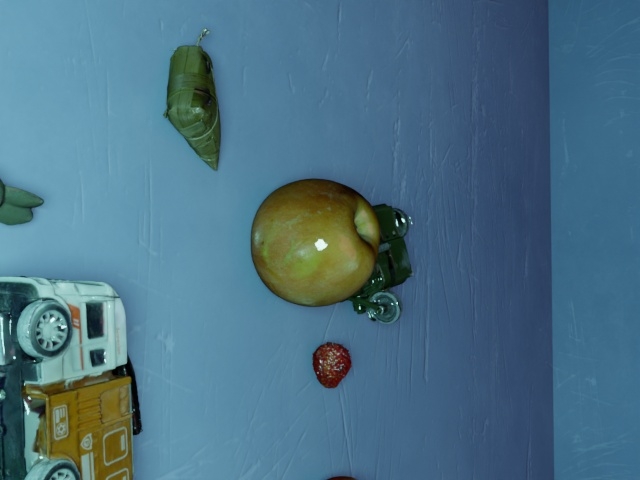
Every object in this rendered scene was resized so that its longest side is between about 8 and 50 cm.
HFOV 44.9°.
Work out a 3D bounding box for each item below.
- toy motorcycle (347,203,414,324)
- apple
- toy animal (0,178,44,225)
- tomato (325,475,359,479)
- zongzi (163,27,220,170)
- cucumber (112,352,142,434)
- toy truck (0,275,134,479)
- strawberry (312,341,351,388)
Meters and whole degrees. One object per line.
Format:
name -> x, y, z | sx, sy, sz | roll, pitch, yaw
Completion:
toy motorcycle -> 0.129, 0.041, 1.721 | 0.205, 0.127, 0.275 | -14, 91, -56
apple -> 0.000, 0.000, 1.443 | 0.253, 0.253, 0.254 | 10, 78, -54
toy animal -> -0.453, -0.053, 0.937 | 0.108, 0.138, 0.236 | 44, 11, 7
tomato -> 0.039, 0.556, 1.506 | 0.195, 0.136, 0.195 | 4, 85, -56
zongzi -> -0.205, -0.239, 1.339 | 0.178, 0.081, 0.189 | 67, 19, -59
cucumber -> -0.296, 0.212, 1.162 | 0.039, 0.043, 0.163 | -10, 92, -13
toy truck -> -0.340, 0.235, 0.985 | 0.207, 0.173, 0.388 | -2, 90, -61
strawberry -> 0.022, 0.252, 1.576 | 0.083, 0.083, 0.096 | -6, 98, -55
